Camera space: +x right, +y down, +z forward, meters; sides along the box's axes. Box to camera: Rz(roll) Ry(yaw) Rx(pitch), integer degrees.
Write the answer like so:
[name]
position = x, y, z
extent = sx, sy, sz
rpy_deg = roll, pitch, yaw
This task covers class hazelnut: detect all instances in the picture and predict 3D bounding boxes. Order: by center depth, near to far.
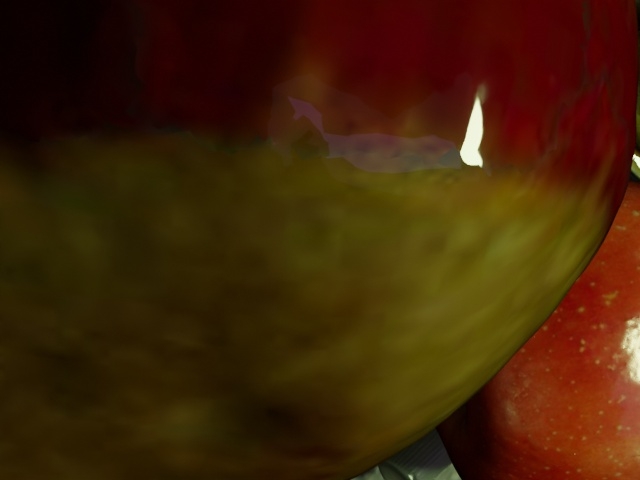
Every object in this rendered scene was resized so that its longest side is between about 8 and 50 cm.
[hazelnut]
position = -0.066, -0.062, 0.675
extent = 0.429, 0.402, 0.402
rpy_deg = -39, 148, 29

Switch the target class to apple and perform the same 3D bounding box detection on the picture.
[apple]
position = 0.184, 0.082, 1.156
extent = 0.217, 0.260, 0.260
rpy_deg = -13, 130, -19

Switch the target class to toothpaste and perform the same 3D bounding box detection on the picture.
[toothpaste]
position = 0.157, 0.111, 1.320
extent = 0.282, 0.068, 0.099
rpy_deg = -40, 168, -22

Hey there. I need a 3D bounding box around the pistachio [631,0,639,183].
[pistachio]
position = 0.330, -0.102, 1.234
extent = 0.288, 0.166, 0.197
rpy_deg = 33, 71, -46
